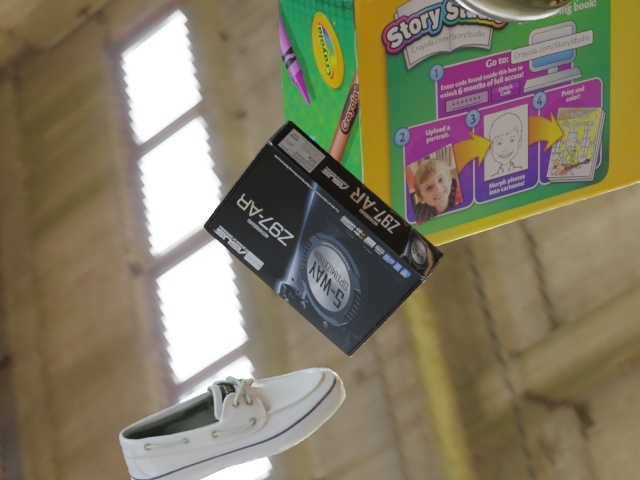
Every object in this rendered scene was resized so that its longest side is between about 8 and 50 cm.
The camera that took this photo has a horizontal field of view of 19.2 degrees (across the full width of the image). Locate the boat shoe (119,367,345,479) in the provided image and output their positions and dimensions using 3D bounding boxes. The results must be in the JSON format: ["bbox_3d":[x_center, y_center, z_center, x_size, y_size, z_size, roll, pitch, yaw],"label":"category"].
[{"bbox_3d":[-0.085,0.171,1.828,0.083,0.226,0.075,45,160,59],"label":"boat shoe"}]

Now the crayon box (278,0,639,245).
[{"bbox_3d":[0.113,-0.103,1.156,0.278,0.081,0.165,-16,-64,-29],"label":"crayon box"}]

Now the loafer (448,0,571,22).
[{"bbox_3d":[0.053,-0.205,0.726,0.366,0.130,0.133,36,-149,-57],"label":"loafer"}]

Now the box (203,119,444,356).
[{"bbox_3d":[0.000,0.000,0.766,0.083,0.067,0.018,42,-132,0],"label":"box"}]
